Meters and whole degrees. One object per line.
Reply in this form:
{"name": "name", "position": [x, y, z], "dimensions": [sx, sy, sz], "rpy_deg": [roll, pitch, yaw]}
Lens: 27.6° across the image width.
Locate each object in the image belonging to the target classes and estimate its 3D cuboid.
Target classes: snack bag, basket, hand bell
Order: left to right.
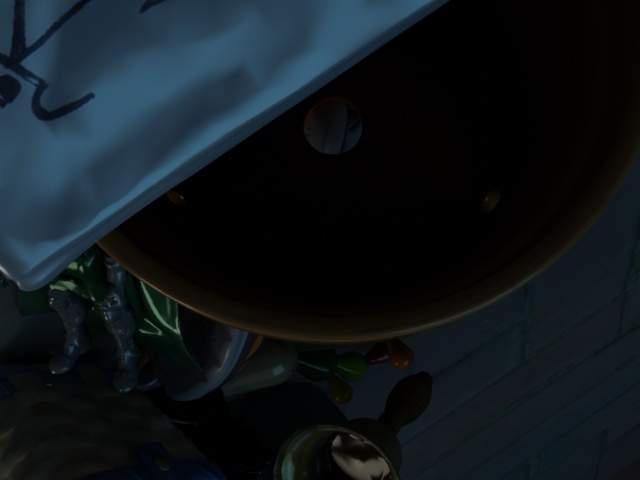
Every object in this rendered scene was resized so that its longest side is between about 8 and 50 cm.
{"name": "basket", "position": [-0.170, 0.243, 0.953], "dimensions": [0.255, 0.289, 0.201], "rpy_deg": [-45, 149, 26]}
{"name": "snack bag", "position": [-0.076, -0.171, 0.457], "dimensions": [0.323, 0.037, 0.342], "rpy_deg": [-34, 123, -4]}
{"name": "hand bell", "position": [0.062, 0.184, 1.252], "dimensions": [0.126, 0.126, 0.242], "rpy_deg": [-51, 173, 29]}

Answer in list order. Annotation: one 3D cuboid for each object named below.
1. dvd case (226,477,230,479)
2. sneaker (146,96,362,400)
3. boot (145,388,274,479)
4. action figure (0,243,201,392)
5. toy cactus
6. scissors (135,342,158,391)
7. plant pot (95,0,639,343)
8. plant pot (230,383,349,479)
{"name": "dvd case", "position": [-0.178, 0.253, 1.139], "dimensions": [0.164, 0.018, 0.221], "rpy_deg": [35, 121, -23]}
{"name": "sneaker", "position": [0.000, 0.000, 0.917], "dimensions": [0.180, 0.124, 0.321], "rpy_deg": [-3, 143, -37]}
{"name": "boot", "position": [-0.106, 0.176, 1.145], "dimensions": [0.121, 0.099, 0.045], "rpy_deg": [-6, 140, -48]}
{"name": "action figure", "position": [-0.150, 0.008, 0.803], "dimensions": [0.232, 0.137, 0.063], "rpy_deg": [89, 16, -51]}
{"name": "toy cactus", "position": [-0.004, 0.098, 1.160], "dimensions": [0.181, 0.112, 0.219], "rpy_deg": [-23, 164, -4]}
{"name": "scissors", "position": [-0.056, 0.023, 1.034], "dimensions": [0.109, 0.021, 0.297], "rpy_deg": [1, 138, -50]}
{"name": "plant pot", "position": [0.008, -0.084, 0.665], "dimensions": [0.291, 0.291, 0.203], "rpy_deg": [-34, 171, -5]}
{"name": "plant pot", "position": [-0.029, 0.318, 1.307], "dimensions": [0.290, 0.195, 0.290], "rpy_deg": [-37, 150, -26]}
